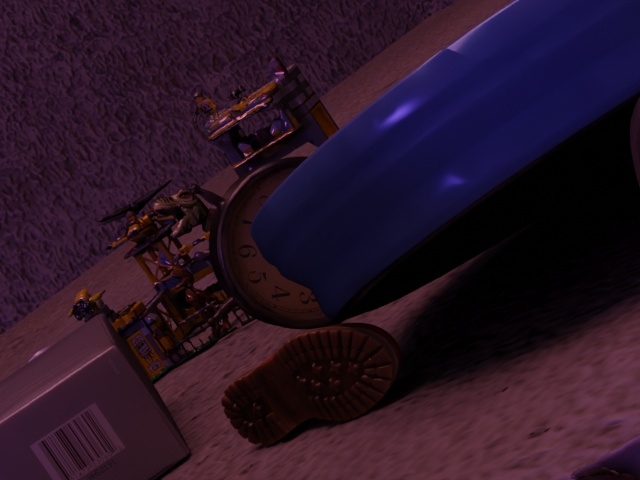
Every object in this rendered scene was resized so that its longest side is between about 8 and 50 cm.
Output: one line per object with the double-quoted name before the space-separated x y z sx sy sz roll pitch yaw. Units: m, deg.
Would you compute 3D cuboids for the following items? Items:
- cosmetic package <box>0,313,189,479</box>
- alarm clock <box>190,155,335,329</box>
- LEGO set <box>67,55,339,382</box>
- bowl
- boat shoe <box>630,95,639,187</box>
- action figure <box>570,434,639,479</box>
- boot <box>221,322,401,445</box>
"cosmetic package" -0.183 0.136 1.334 0.127 0.107 0.238 -35 5 -4
"alarm clock" 0.000 0.000 1.358 0.192 0.129 0.064 -7 1 -10
"LEGO set" -0.104 -0.027 1.635 0.331 0.192 0.255 -30 9 30
"bowl" 0.141 -0.077 1.071 0.391 0.077 0.391 -32 -7 -5
"boat shoe" 0.250 -0.059 0.790 0.103 0.113 0.302 -15 -2 -23
"action figure" 0.013 0.125 0.491 0.285 0.099 0.185 -8 -38 -37
"boot" 0.010 0.073 1.097 0.085 0.059 0.158 -34 5 -37
